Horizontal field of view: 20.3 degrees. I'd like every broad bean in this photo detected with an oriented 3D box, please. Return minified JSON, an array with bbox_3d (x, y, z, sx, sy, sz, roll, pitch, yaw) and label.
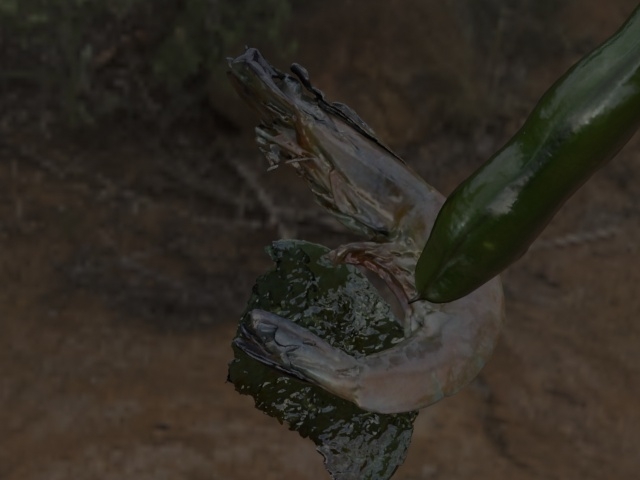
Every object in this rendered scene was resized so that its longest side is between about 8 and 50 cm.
[{"bbox_3d":[0.126,-0.058,0.851,0.046,0.254,0.065,45,15,8],"label":"broad bean"}]

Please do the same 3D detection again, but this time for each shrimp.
[{"bbox_3d":[0.000,0.000,0.957,0.152,0.046,0.219,-39,87,-30],"label":"shrimp"}]

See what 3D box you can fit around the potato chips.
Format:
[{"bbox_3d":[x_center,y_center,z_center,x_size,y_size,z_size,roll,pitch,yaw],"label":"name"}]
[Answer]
[{"bbox_3d":[0.001,0.091,1.282,0.142,0.209,0.026,-12,21,-13],"label":"potato chips"}]
